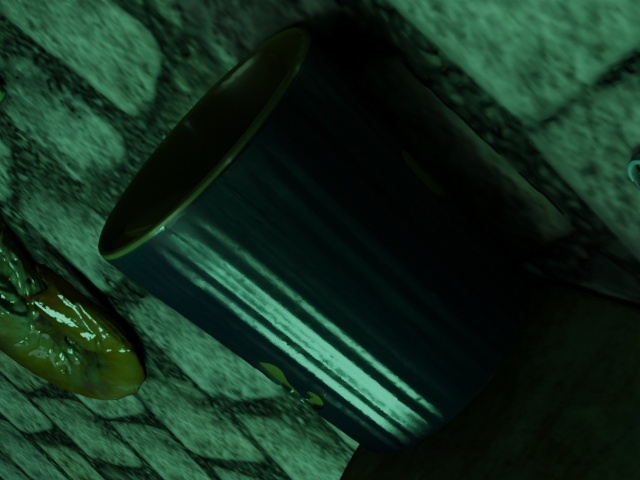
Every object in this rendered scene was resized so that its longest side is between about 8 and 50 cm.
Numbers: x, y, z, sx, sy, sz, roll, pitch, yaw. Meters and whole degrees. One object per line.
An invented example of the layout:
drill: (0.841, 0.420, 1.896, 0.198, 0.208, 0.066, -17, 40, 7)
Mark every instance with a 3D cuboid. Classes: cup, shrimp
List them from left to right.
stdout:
shrimp: (-0.216, 0.043, 1.213, 0.150, 0.068, 0.248, 2, 143, 37)
cup: (0.000, 0.000, 0.741, 0.155, 0.131, 0.176, 43, -173, -15)

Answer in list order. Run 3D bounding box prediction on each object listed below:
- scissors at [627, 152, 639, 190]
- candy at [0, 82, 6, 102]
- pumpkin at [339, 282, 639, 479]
scissors: (0.136, -0.032, 0.599, 0.036, 0.006, 0.083, 38, 157, 10)
candy: (-0.293, -0.184, 0.918, 0.323, 0.097, 0.097, 43, 159, -30)
pumpkin: (0.131, 0.198, 0.792, 0.332, 0.199, 0.332, 35, 160, 15)
